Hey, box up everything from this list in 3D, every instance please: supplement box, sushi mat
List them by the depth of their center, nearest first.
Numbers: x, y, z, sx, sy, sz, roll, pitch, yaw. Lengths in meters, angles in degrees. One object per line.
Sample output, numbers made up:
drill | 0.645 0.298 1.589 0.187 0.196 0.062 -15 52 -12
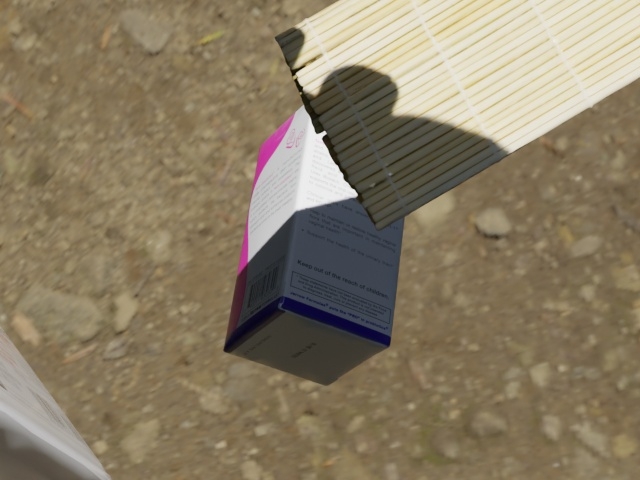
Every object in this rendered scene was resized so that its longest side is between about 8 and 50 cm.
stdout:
sushi mat | 0.133 -0.146 0.956 0.316 0.019 0.151 -31 76 5
supplement box | 0.000 0.000 1.340 0.114 0.111 0.220 21 58 -22

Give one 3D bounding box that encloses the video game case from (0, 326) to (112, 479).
video game case | -0.159 -0.001 0.525 0.026 0.227 0.206 -37 76 -7
